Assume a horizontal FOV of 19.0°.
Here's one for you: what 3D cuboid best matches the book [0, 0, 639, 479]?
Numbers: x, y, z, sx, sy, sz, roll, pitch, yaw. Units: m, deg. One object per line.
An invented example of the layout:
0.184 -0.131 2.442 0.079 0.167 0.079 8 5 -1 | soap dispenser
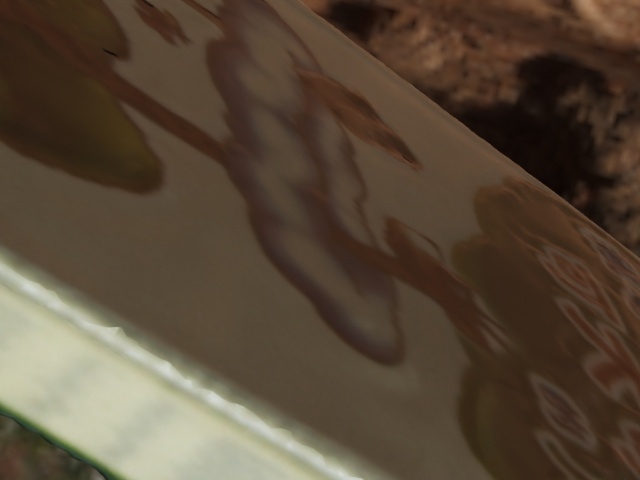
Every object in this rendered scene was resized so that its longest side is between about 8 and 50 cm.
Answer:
0.000 0.000 0.470 0.371 0.043 0.260 35 -158 -20 | book
